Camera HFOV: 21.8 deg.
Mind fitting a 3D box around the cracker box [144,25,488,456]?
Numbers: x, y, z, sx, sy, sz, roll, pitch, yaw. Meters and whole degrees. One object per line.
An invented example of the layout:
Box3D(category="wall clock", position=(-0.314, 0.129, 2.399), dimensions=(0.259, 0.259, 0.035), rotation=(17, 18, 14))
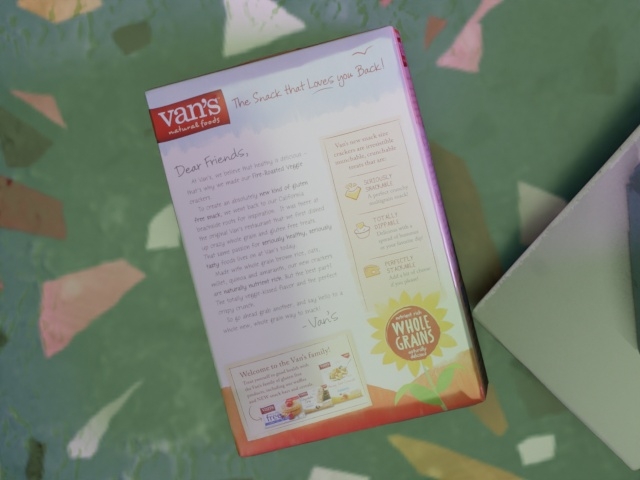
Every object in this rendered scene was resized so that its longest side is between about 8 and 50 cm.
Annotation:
Box3D(category="cracker box", position=(0.000, 0.000, 1.012), dimensions=(0.156, 0.067, 0.232), rotation=(-14, 94, 8))

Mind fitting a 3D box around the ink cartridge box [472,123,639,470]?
Box3D(category="ink cartridge box", position=(0.281, 0.023, 0.956), dimensions=(0.261, 0.066, 0.296), rotation=(44, 106, 12))
